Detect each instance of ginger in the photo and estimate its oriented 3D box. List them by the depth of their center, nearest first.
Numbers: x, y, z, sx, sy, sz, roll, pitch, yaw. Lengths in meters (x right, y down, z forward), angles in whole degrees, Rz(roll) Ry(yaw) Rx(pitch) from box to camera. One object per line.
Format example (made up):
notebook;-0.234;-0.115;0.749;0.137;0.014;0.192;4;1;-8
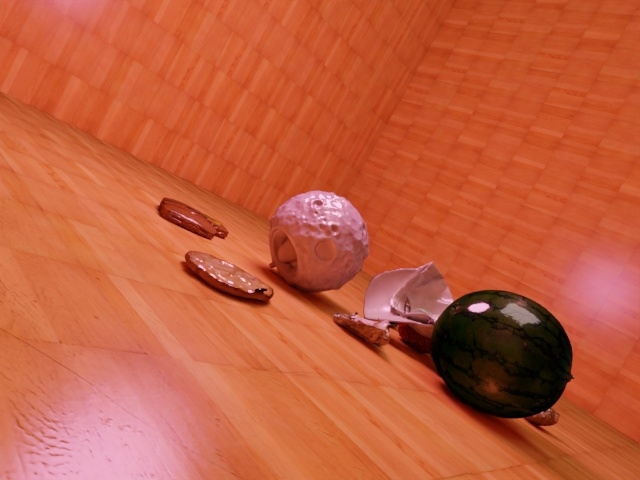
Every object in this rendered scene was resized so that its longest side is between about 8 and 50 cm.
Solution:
ginger;0.656;0.534;1.521;0.165;0.067;0.096;16;-4;28

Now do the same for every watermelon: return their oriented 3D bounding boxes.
watermelon;0.477;0.297;1.291;0.363;0.363;0.363;29;3;-2

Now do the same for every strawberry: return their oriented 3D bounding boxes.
strawberry;0.370;0.340;1.684;0.174;0.098;0.228;12;16;-43

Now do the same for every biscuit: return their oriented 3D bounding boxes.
biscuit;-0.205;0.090;1.141;0.203;0.041;0.260;27;0;39
biscuit;-0.421;-0.070;1.660;0.262;0.052;0.277;28;3;-21

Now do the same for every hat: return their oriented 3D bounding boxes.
hat;0.292;0.226;1.609;0.301;0.258;0.168;-7;-48;16

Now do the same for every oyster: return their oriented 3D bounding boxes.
oyster;0.122;0.247;1.370;0.209;0.072;0.133;8;-3;32

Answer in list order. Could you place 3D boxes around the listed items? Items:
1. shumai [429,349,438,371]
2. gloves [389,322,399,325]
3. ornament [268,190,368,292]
shumai;0.396;0.387;1.498;0.139;0.105;0.123;20;46;4
gloves;0.277;0.264;1.940;0.140;0.131;0.219;32;12;3
ornament;0.000;0.000;1.592;0.337;0.337;0.337;29;3;-2
